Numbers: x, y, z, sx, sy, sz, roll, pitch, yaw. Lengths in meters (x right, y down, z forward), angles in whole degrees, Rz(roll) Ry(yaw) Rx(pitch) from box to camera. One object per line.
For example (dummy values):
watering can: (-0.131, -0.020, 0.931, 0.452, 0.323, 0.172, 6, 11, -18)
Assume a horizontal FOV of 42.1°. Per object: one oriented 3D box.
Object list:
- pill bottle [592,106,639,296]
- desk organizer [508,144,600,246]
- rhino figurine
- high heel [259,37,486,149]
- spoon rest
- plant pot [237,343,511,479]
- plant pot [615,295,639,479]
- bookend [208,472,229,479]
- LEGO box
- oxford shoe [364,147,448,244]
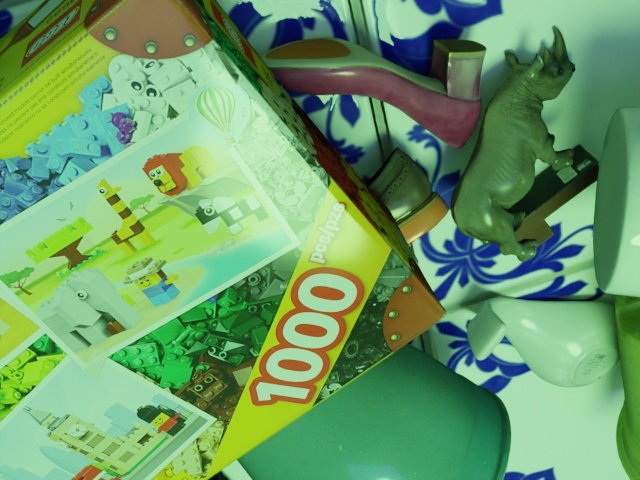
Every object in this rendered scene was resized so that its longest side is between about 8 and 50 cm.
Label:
pill bottle: (0.481, -0.026, 0.803, 0.392, 0.224, 0.224, 4, 122, 9)
desk organizer: (0.266, -0.045, 0.958, 0.130, 0.047, 0.050, -39, 124, 11)
rhino figurine: (0.210, -0.106, 0.877, 0.106, 0.073, 0.243, 15, 97, -27)
high heel: (0.047, -0.139, 0.834, 0.244, 0.082, 0.117, -7, 125, -18)
spoon rest: (0.288, 0.122, 1.059, 0.276, 0.084, 0.137, 15, 118, -36)
plant pot: (0.027, 0.214, 0.946, 0.255, 0.271, 0.271, 38, 107, -13)
plant pot: (0.469, 0.153, 0.994, 0.276, 0.276, 0.254, -27, 122, 3)
bookend: (-0.158, 0.376, 1.097, 0.157, 0.072, 0.156, -32, 124, 6)
LEGO box: (-0.210, 0.044, 0.723, 0.500, 0.193, 0.372, -37, 122, 11)
oxford shoe: (0.000, 0.000, 0.909, 0.271, 0.097, 0.098, -33, 99, 6)
